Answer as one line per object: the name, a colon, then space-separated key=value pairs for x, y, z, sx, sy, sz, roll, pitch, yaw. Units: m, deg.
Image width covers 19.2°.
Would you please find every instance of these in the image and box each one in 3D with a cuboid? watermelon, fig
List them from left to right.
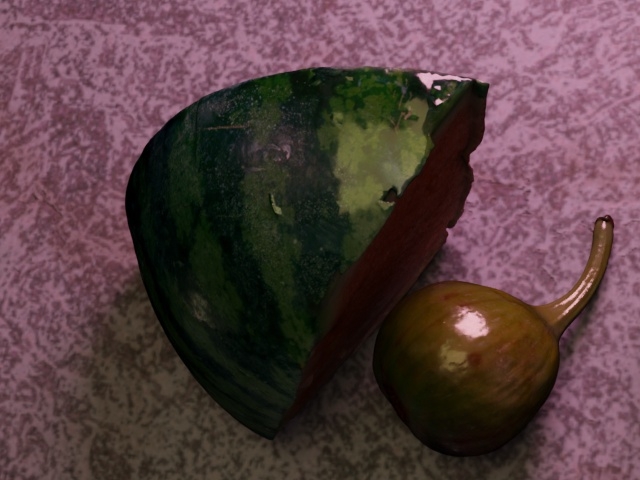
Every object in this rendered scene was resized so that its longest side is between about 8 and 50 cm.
watermelon: x=-0.021 y=0.025 z=1.507 sx=0.319 sy=0.292 sz=0.222 roll=0 pitch=67 yaw=8
fig: x=0.158 y=0.069 z=1.530 sx=0.245 sy=0.149 sz=0.149 roll=-33 pitch=63 yaw=-17
